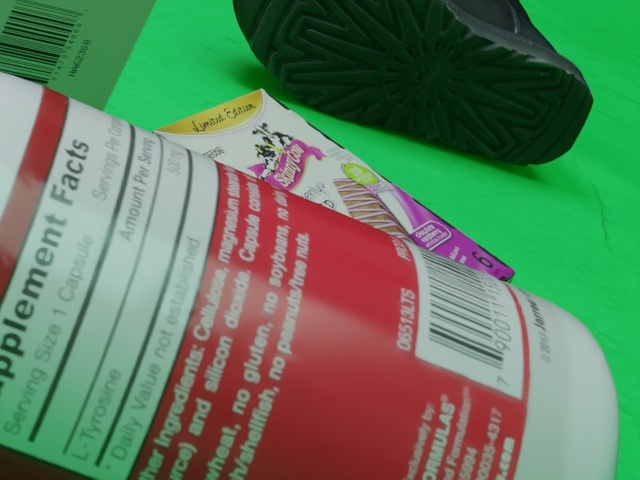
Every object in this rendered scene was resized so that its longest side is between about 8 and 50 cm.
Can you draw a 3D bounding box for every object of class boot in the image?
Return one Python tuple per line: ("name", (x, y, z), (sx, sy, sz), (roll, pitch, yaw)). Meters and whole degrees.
("boot", (0.035, -0.278, 1.534), (0.367, 0.146, 0.445), (25, 29, -32))

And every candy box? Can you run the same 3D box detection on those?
("candy box", (0.000, 0.000, 1.104), (0.233, 0.071, 0.159), (35, 27, 12))

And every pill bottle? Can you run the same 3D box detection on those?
("pill bottle", (-0.096, 0.066, 0.714), (0.407, 0.229, 0.229), (23, 27, -14))

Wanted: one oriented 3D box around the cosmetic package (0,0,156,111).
("cosmetic package", (-0.218, -0.182, 1.030), (0.138, 0.224, 0.225), (9, 33, -36))
